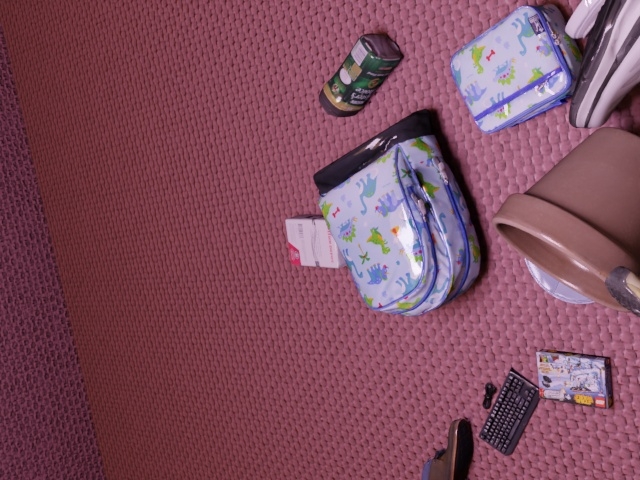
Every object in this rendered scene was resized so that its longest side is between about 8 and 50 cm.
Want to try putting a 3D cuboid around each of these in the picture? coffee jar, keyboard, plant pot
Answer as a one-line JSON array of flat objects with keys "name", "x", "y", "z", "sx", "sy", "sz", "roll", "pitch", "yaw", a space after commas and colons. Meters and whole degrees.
[{"name": "coffee jar", "x": 0.077, "y": -0.330, "z": 1.762, "sx": 0.079, "sy": 0.096, "sz": 0.184, "roll": 58, "pitch": 134, "yaw": 18}, {"name": "keyboard", "x": 0.365, "y": 0.338, "z": 1.740, "sx": 0.108, "sy": 0.023, "sz": 0.180, "roll": 37, "pitch": 124, "yaw": 31}, {"name": "plant pot", "x": 0.446, "y": -0.048, "z": 1.387, "sx": 0.263, "sy": 0.263, "sz": 0.229, "roll": 35, "pitch": 87, "yaw": 31}]

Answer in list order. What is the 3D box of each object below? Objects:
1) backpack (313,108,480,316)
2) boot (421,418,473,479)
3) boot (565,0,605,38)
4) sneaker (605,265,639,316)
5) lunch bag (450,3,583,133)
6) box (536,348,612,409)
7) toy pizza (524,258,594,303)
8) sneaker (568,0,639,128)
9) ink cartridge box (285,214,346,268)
[{"name": "backpack", "x": 0.156, "y": -0.027, "z": 1.697, "sx": 0.290, "sy": 0.273, "sz": 0.356, "roll": -28, "pitch": 95, "yaw": 38}, {"name": "boot", "x": 0.259, "y": 0.466, "z": 1.837, "sx": 0.106, "sy": 0.082, "sz": 0.219, "roll": 12, "pitch": 112, "yaw": 38}, {"name": "boot", "x": 0.502, "y": -0.378, "z": 1.348, "sx": 0.123, "sy": 0.095, "sz": 0.258, "roll": 50, "pitch": 138, "yaw": 10}, {"name": "sneaker", "x": 0.593, "y": 0.067, "z": 1.244, "sx": 0.158, "sy": 0.410, "sz": 0.182, "roll": -143, "pitch": 69, "yaw": -70}, {"name": "lunch bag", "x": 0.345, "y": -0.296, "z": 1.520, "sx": 0.219, "sy": 0.090, "sz": 0.176, "roll": -26, "pitch": 85, "yaw": 48}, {"name": "box", "x": 0.470, "y": 0.256, "z": 1.611, "sx": 0.137, "sy": 0.027, "sz": 0.094, "roll": 3, "pitch": 103, "yaw": 43}, {"name": "toy pizza", "x": 0.456, "y": 0.013, "z": 1.546, "sx": 0.201, "sy": 0.032, "sz": 0.201, "roll": 9, "pitch": 105, "yaw": 38}, {"name": "sneaker", "x": 0.530, "y": -0.287, "z": 1.240, "sx": 0.257, "sy": 0.169, "sz": 0.447, "roll": 19, "pitch": 149, "yaw": 6}, {"name": "ink cartridge box", "x": 0.000, "y": 0.000, "z": 1.956, "sx": 0.150, "sy": 0.063, "sz": 0.109, "roll": 3, "pitch": 104, "yaw": 43}]
